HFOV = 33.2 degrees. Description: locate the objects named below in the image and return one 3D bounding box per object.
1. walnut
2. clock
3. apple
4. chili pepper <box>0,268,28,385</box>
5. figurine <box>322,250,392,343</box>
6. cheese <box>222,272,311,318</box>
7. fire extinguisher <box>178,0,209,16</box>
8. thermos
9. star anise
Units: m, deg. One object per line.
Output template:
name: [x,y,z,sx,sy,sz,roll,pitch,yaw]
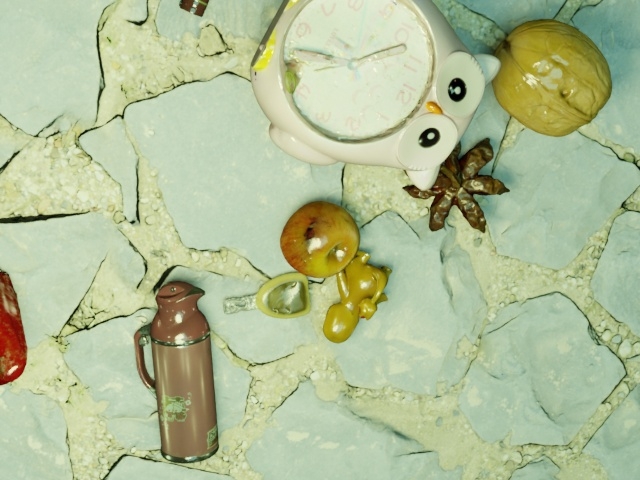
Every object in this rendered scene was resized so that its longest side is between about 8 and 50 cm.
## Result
walnut: [0.411,-0.288,1.921,0.225,0.193,0.193,41,93,-24]
clock: [0.080,-0.282,1.802,0.376,0.250,0.368,28,97,-13]
apple: [0.000,0.000,1.929,0.146,0.146,0.146,-4,107,-13]
chili pepper: [-0.555,0.164,1.780,0.144,0.253,0.136,-19,129,-16]
figurine: [0.069,0.117,1.984,0.121,0.122,0.176,30,96,-23]
cheese: [-0.100,0.109,1.986,0.162,0.036,0.086,-9,107,-12]
fire extinguisher: [-0.188,-0.454,1.792,0.064,0.043,0.158,28,100,23]
thermos: [-0.258,0.228,1.954,0.109,0.136,0.330,-16,112,-38]
star anise: [0.251,-0.101,1.981,0.212,0.111,0.196,-12,116,-18]
